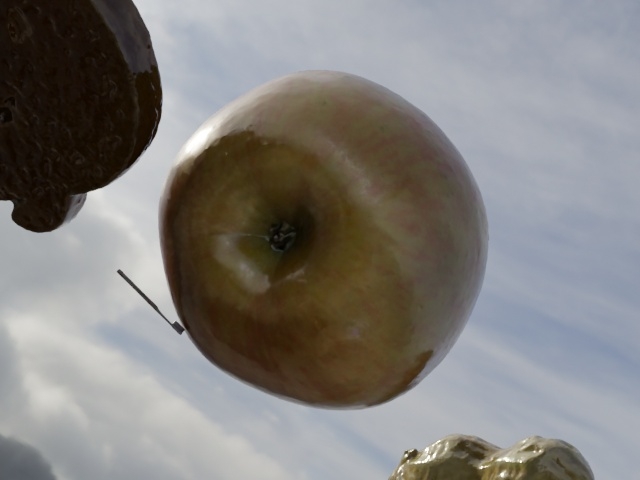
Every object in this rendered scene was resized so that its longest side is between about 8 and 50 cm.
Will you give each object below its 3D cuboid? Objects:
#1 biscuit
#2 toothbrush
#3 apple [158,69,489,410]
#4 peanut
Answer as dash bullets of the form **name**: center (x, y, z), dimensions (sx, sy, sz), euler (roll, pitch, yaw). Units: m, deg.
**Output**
- **biscuit**: center (-0.347, -0.169, 0.998), dimensions (0.395, 0.070, 0.350), euler (4, -56, 22)
- **toothbrush**: center (-0.181, 0.065, 0.957), dimensions (0.097, 0.008, 0.006), euler (45, -27, -8)
- **apple**: center (0.000, 0.000, 1.024), dimensions (0.392, 0.391, 0.346), euler (23, -2, 17)
- **peanut**: center (0.216, 0.320, 1.157), dimensions (0.325, 0.140, 0.153), euler (-26, -103, 46)
